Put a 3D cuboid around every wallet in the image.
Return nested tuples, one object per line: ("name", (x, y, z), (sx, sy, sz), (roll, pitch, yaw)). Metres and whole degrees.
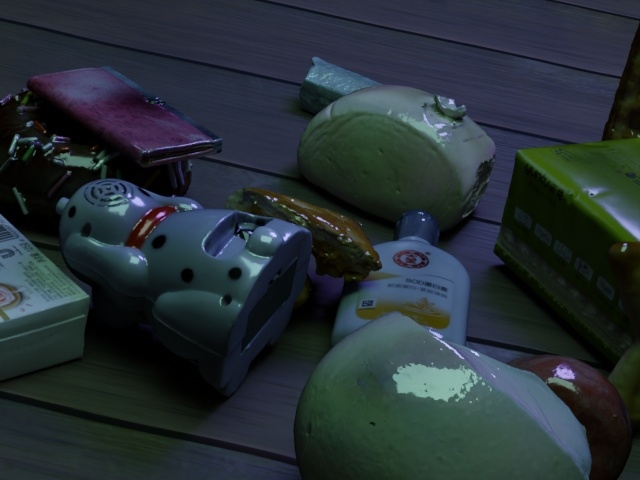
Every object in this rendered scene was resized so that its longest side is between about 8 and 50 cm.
("wallet", (-0.229, -0.145, 1.837), (0.119, 0.025, 0.232), (-15, 36, -40))

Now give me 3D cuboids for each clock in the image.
("clock", (-0.158, 0.025, 1.610), (0.254, 0.189, 0.189), (20, 31, 17))

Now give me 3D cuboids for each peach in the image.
("peach", (0.223, 0.190, 1.523), (0.152, 0.152, 0.152), (8, 30, -5))

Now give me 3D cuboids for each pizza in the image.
("pizza", (0.000, 0.000, 1.720), (0.161, 0.062, 0.182), (26, 6, 30))

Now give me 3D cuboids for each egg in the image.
("egg", (0.080, 0.165, 1.390), (0.271, 0.162, 0.206), (20, 61, 35))

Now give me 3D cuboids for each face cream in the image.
("face cream", (0.097, 0.055, 1.754), (0.144, 0.071, 0.291), (9, 29, 6))

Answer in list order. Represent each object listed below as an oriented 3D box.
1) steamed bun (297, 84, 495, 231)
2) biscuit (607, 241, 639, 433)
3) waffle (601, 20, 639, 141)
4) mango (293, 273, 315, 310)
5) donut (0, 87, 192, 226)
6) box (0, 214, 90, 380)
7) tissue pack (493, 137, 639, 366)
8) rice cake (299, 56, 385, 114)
("steamed bun", (0.100, -0.123, 1.985), (0.239, 0.152, 0.170), (26, 32, 20))
("biscuit", (0.356, 0.102, 1.635), (0.164, 0.208, 0.047), (2, 13, -17))
("waffle", (0.483, -0.172, 2.045), (0.213, 0.308, 0.091), (15, 25, 5))
("mango", (-0.093, 0.030, 1.737), (0.190, 0.075, 0.098), (16, 20, 21))
("donut", (-0.278, -0.104, 1.877), (0.270, 0.103, 0.269), (7, 30, -4))
("box", (-0.341, 0.054, 1.602), (0.135, 0.081, 0.199), (-15, 37, -37))
("tissue pack", (0.362, 0.014, 1.820), (0.200, 0.167, 0.274), (-8, 34, -30))
("rice cake", (0.062, -0.182, 2.165), (0.206, 0.063, 0.069), (22, 37, 22))
